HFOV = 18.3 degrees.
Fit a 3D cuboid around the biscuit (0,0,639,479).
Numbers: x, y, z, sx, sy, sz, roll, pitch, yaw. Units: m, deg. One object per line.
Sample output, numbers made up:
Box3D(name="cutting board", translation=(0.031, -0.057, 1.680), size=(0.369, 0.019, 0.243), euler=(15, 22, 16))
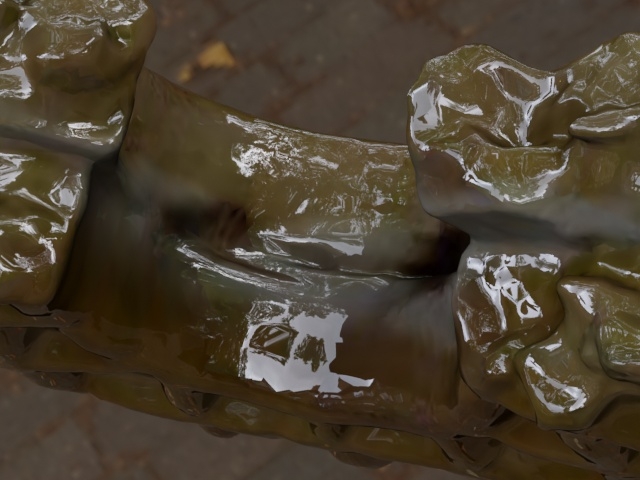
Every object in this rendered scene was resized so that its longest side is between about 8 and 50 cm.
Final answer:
Box3D(name="biscuit", translation=(-0.005, 0.003, 0.645), size=(0.366, 0.268, 0.115), euler=(11, 76, 15))
